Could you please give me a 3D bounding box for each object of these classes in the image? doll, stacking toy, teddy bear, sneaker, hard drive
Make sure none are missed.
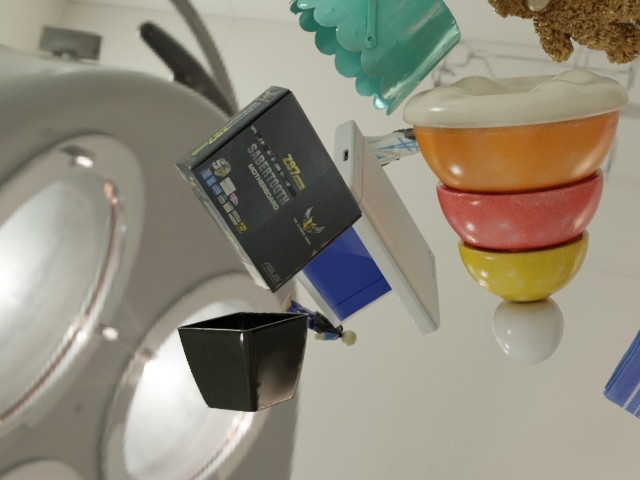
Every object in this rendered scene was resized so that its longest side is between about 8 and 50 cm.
[{"bbox_3d":[-0.002,0.194,2.415,0.046,0.189,0.129,-59,6,20],"label":"doll"},{"bbox_3d":[0.322,-0.023,1.684,0.350,0.350,0.480,-33,-60,-65],"label":"stacking toy"},{"bbox_3d":[0.468,-0.418,1.855,0.338,0.245,0.113,31,-134,-31],"label":"teddy bear"},{"bbox_3d":[0.175,-0.220,2.518,0.085,0.237,0.086,-65,-32,-65],"label":"sneaker"},{"bbox_3d":[0.000,0.000,2.035,0.210,0.318,0.040,-27,-15,-48],"label":"hard drive"},{"bbox_3d":[0.124,-0.024,1.929,0.353,0.047,0.233,57,-159,-31],"label":"hard drive"}]

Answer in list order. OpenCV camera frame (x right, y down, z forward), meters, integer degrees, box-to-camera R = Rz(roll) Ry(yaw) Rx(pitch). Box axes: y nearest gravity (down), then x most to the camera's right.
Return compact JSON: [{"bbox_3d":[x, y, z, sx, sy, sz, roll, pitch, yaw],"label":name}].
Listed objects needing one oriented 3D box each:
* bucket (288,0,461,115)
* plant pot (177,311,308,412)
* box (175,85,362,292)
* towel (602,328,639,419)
[{"bbox_3d":[0.098,-0.376,1.819,0.183,0.281,0.281,-43,-24,-1],"label":"bucket"},{"bbox_3d":[-0.140,0.235,2.020,0.187,0.188,0.167,-11,-83,-51],"label":"plant pot"},{"bbox_3d":[-0.067,-0.071,1.461,0.183,0.059,0.232,-41,-59,-17],"label":"box"},{"bbox_3d":[0.648,0.274,1.707,0.040,0.336,0.243,-38,-25,-43],"label":"towel"}]
